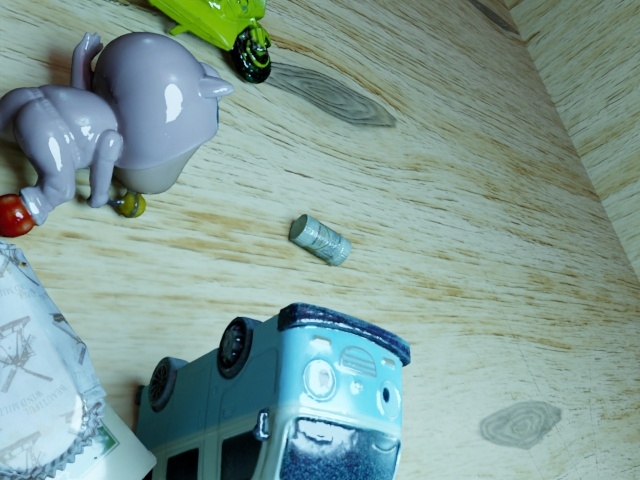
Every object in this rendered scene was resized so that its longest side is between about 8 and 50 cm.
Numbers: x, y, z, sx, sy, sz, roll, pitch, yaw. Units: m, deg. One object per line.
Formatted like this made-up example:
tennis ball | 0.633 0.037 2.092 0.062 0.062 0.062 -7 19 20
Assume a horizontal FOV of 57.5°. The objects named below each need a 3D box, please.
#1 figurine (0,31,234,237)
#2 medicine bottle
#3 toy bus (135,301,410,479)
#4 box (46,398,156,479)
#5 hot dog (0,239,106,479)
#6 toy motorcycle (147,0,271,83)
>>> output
figurine | -0.241 -0.119 0.642 0.287 0.186 0.176 -31 46 -32
medicine bottle | 0.000 0.000 0.851 0.083 0.047 0.047 32 44 -26
toy bus | -0.055 0.171 0.498 0.133 0.271 0.165 24 51 -32
box | -0.263 0.156 0.439 0.212 0.095 0.168 51 42 -3
hot dog | -0.228 0.080 0.407 0.108 0.059 0.191 -27 87 -36
toy motorcycle | -0.181 -0.389 0.860 0.342 0.142 0.206 26 51 -50
